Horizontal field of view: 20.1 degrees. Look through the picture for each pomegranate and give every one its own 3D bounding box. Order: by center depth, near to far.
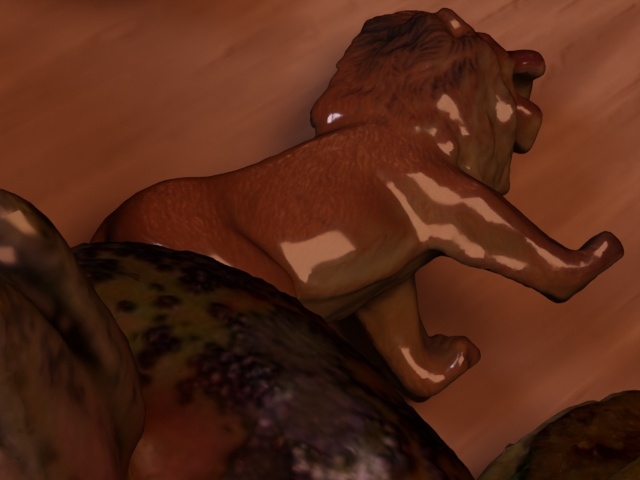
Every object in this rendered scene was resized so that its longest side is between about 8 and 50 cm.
[{"bbox_3d":[-0.073,0.103,0.480,0.285,0.341,0.285,-1,54,2],"label":"pomegranate"}]

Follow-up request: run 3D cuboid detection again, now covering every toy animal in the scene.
[{"bbox_3d":[0.000,0.000,0.734,0.312,0.097,0.157,-27,75,-35],"label":"toy animal"}]

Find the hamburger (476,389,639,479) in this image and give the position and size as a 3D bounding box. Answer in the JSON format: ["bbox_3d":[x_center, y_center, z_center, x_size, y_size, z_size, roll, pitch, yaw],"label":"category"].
[{"bbox_3d":[0.166,0.170,0.738,0.309,0.132,0.211,27,59,-22],"label":"hamburger"}]
